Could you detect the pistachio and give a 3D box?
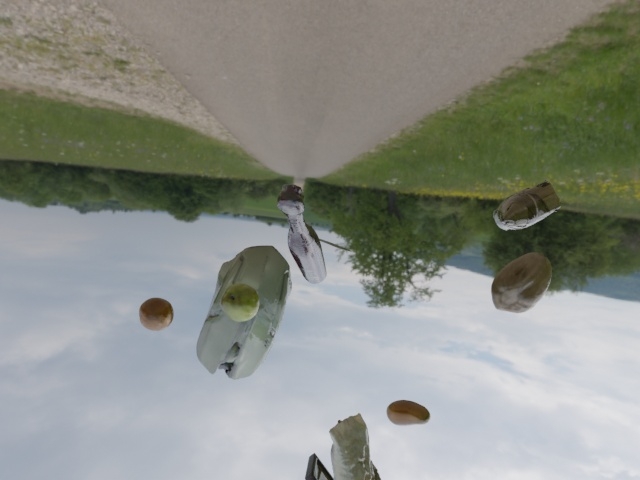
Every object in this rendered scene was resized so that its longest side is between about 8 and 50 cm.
[{"bbox_3d":[0.485,0.099,1.087,0.108,0.185,0.126,42,164,24],"label":"pistachio"}]

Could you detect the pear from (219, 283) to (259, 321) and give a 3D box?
[{"bbox_3d":[-0.187,0.144,1.056,0.092,0.092,0.097,8,-176,29],"label":"pear"}]

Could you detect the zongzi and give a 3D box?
[{"bbox_3d":[0.403,-0.048,0.980,0.176,0.078,0.160,-27,171,-24],"label":"zongzi"}]

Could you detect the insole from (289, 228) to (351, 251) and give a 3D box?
[{"bbox_3d":[0.000,0.000,1.612,0.253,0.005,0.086,19,-175,-26],"label":"insole"}]

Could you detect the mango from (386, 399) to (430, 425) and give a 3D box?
[{"bbox_3d":[0.302,0.588,1.547,0.102,0.084,0.184,5,162,-36],"label":"mango"}]

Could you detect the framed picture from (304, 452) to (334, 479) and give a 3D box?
[{"bbox_3d":[0.022,0.679,1.235,0.023,0.168,0.128,-38,177,3],"label":"framed picture"}]

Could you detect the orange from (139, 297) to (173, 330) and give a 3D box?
[{"bbox_3d":[-0.380,0.171,1.055,0.085,0.084,0.085,6,-176,0],"label":"orange"}]

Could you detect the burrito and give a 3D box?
[{"bbox_3d":[0.091,0.525,0.856,0.076,0.391,0.117,-18,175,40],"label":"burrito"}]

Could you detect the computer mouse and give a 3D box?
[{"bbox_3d":[-0.223,0.217,1.346,0.228,0.428,0.145,20,-176,-12],"label":"computer mouse"}]

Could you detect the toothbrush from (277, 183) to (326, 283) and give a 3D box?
[{"bbox_3d":[-0.019,0.008,0.559,0.041,0.040,0.364,7,166,5],"label":"toothbrush"}]
